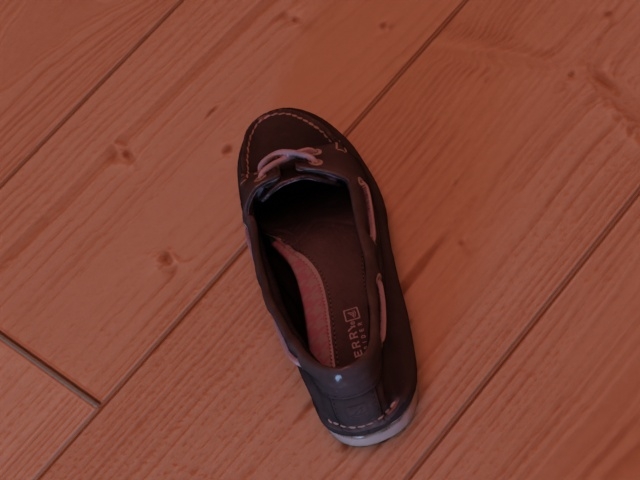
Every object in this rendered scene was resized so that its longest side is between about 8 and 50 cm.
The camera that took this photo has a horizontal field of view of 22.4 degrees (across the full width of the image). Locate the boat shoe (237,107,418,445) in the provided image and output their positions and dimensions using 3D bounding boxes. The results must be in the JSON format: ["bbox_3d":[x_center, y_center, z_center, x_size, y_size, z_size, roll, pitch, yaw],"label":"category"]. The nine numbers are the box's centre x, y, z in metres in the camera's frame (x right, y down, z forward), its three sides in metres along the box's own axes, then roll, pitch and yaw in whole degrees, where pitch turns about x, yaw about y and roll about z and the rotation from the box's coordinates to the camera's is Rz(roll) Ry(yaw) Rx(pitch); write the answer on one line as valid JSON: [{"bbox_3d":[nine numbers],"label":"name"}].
[{"bbox_3d":[0.000,0.000,1.255,0.112,0.095,0.335,-21,52,4],"label":"boat shoe"}]
